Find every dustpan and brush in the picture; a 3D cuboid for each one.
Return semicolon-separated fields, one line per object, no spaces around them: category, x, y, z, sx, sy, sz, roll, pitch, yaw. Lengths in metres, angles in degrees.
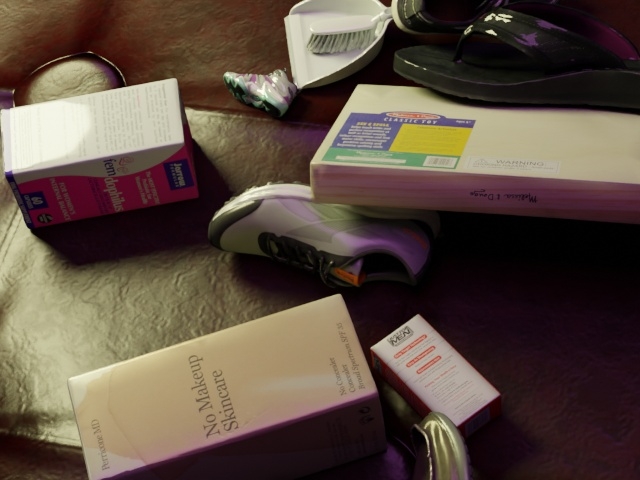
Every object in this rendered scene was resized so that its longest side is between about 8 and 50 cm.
dustpan and brush;0.060;-0.279;2.126;0.211;0.060;0.147;-9;52;1

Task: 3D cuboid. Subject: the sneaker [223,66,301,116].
sneaker;-0.070;-0.203;2.106;0.098;0.038;0.069;31;61;17

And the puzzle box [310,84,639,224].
puzzle box;0.213;-0.104;1.903;0.409;0.052;0.272;5;26;13

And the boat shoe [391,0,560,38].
boat shoe;0.210;-0.302;2.079;0.233;0.079;0.084;-9;86;-23

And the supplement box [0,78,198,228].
supplement box;-0.268;-0.106;2.013;0.220;0.111;0.114;-12;52;0

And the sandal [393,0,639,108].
sandal;0.311;-0.230;1.985;0.446;0.107;0.167;5;21;15

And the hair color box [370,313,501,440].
hair color box;0.126;0.153;1.798;0.072;0.043;0.141;-34;57;-17

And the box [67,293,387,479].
box;-0.099;0.186;1.757;0.311;0.121;0.148;-18;53;-6

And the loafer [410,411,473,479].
loafer;0.115;0.287;1.666;0.087;0.094;0.251;-6;52;-2

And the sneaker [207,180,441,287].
sneaker;0.000;0.000;1.902;0.271;0.100;0.108;2;58;10
